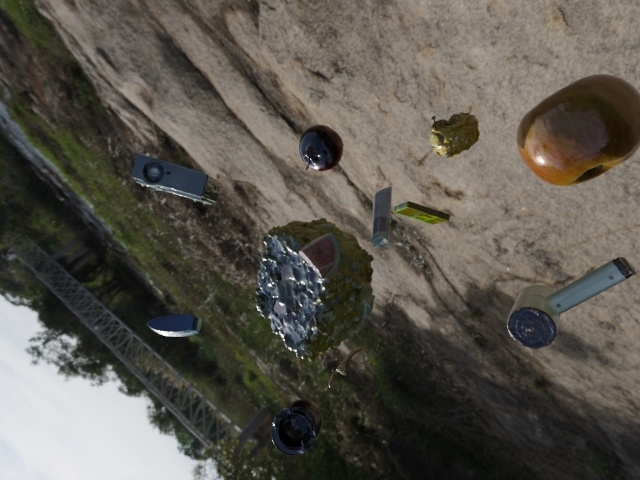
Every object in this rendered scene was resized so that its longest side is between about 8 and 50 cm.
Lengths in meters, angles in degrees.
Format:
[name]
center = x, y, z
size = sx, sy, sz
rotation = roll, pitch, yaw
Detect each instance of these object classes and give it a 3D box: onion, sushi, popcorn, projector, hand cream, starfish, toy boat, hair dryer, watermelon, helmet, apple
[onion]
center = -0.017, -0.512, 2.292
size = 0.273, 0.285, 0.273
rotation = 20, 127, 29
[sushi]
center = -0.019, 0.154, 1.280
size = 0.351, 0.240, 0.396
rotation = 33, 121, 37
[popcorn]
center = 0.509, -0.393, 1.548
size = 0.140, 0.194, 0.163
rotation = 49, 150, 45
[projector]
center = -0.295, -0.122, 0.846
size = 0.147, 0.061, 0.115
rotation = 16, 178, 0
[hand cream]
center = 0.195, -0.082, 1.310
size = 0.079, 0.255, 0.048
rotation = -26, 123, 32
[starfish]
center = 0.108, 0.528, 1.750
size = 0.050, 0.247, 0.138
rotation = 45, 122, 4
[toy boat]
center = -0.660, 0.376, 1.814
size = 0.299, 0.096, 0.062
rotation = -7, 154, 23
[hair dryer]
center = 0.703, 0.152, 1.133
size = 0.128, 0.203, 0.362
rotation = 53, 125, 11
[watermelon]
center = 0.002, 0.026, 0.830
size = 0.084, 0.072, 0.092
rotation = 35, 113, 26
[helmet]
center = -0.047, 0.404, 0.896
size = 0.098, 0.070, 0.123
rotation = 39, 112, 13
[apple]
center = 0.911, -0.373, 1.428
size = 0.333, 0.400, 0.400
rotation = 61, 155, 2

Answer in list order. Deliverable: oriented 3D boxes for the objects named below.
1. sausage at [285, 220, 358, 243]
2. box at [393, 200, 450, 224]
[sausage]
center = 0.000, 0.000, 1.643
size = 0.347, 0.123, 0.123
rotation = 13, 153, -1
[box]
center = 0.414, -0.111, 1.664
size = 0.193, 0.030, 0.121
rotation = 15, 171, -15
